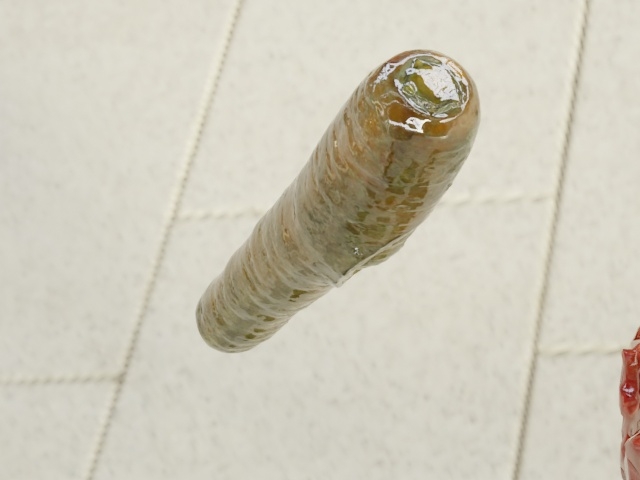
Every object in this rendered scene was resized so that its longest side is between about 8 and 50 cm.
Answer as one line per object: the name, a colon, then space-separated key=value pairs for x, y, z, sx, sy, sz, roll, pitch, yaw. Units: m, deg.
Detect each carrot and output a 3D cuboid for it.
carrot: x=-0.001 y=0.000 z=1.031 sx=0.070 sy=0.342 sz=0.070 roll=8 pitch=66 yaw=-18

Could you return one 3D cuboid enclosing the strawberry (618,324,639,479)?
strawberry: x=0.231 y=0.074 z=0.609 sx=0.267 sy=0.351 sz=0.312 roll=-24 pitch=64 yaw=-28
